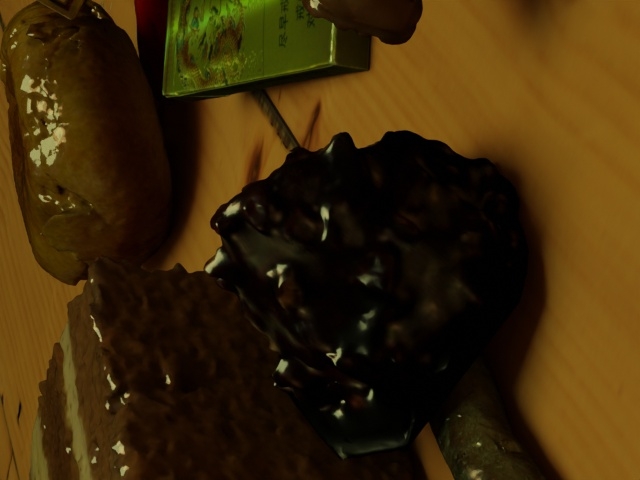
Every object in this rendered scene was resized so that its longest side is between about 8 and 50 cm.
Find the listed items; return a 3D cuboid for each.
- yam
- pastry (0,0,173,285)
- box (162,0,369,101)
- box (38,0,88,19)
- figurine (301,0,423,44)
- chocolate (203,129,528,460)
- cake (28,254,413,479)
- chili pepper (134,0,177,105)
[{"bbox_3d":[0.111,0.147,0.926,0.253,0.061,0.061,-112,34,-46],"label":"yam"},{"bbox_3d":[-0.283,-0.116,1.665,0.356,0.164,0.356,166,90,-73],"label":"pastry"},{"bbox_3d":[-0.055,-0.228,1.318,0.311,0.043,0.173,-1,85,57],"label":"box"},{"bbox_3d":[-0.214,-0.392,1.521,0.193,0.084,0.301,-55,10,38],"label":"box"},{"bbox_3d":[0.116,-0.284,0.836,0.382,0.186,0.261,-58,42,40],"label":"figurine"},{"bbox_3d":[0.000,0.000,0.962,0.224,0.177,0.206,-52,34,7],"label":"chocolate"},{"bbox_3d":[-0.094,0.192,1.143,0.290,0.256,0.282,-57,36,41],"label":"cake"},{"bbox_3d":[-0.139,-0.311,1.548,0.137,0.092,0.368,58,149,20],"label":"chili pepper"}]
